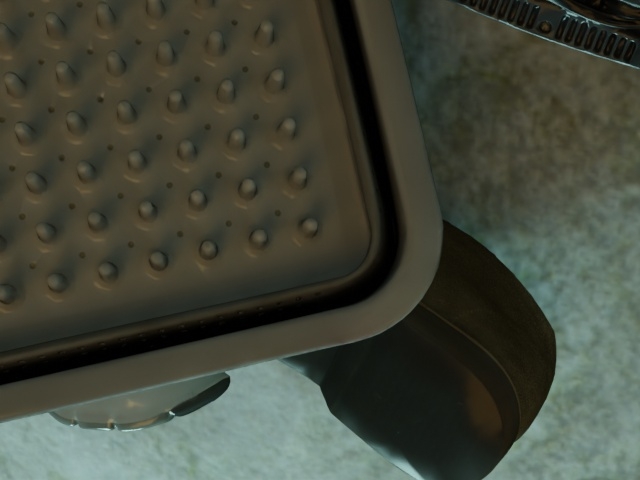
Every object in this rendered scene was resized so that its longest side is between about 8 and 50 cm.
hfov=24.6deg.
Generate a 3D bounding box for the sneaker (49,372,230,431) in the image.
[{"bbox_3d":[-0.195,0.041,0.902,0.297,0.111,0.129,-1,100,19],"label":"sneaker"}]

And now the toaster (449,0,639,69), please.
[{"bbox_3d":[0.112,-0.167,0.623,0.227,0.146,0.129,19,125,4],"label":"toaster"}]

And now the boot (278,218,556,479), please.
[{"bbox_3d":[0.000,0.000,0.806,0.305,0.115,0.112,43,128,11],"label":"boot"}]

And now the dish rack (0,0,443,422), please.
[{"bbox_3d":[-0.128,-0.062,0.698,0.333,0.072,0.285,-13,83,-4],"label":"dish rack"}]
